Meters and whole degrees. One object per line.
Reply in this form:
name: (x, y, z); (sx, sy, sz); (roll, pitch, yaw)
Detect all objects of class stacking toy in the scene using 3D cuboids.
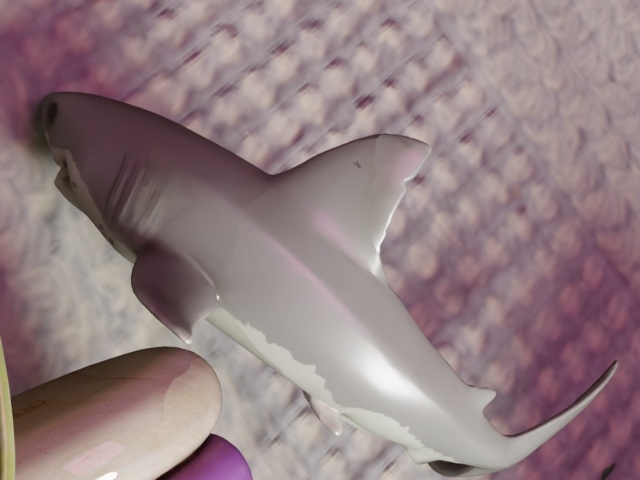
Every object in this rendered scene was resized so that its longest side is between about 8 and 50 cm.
stacking toy: (-0.043, 0.212, 0.732); (0.141, 0.141, 0.330); (-28, 98, -38)

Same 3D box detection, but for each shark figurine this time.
shark figurine: (0.021, 0.018, 0.797); (0.278, 0.166, 0.116); (36, 96, -17)

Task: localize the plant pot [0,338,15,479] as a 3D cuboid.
plant pot: (-0.267, 0.072, 0.500); (0.275, 0.293, 0.274); (12, 70, -34)
